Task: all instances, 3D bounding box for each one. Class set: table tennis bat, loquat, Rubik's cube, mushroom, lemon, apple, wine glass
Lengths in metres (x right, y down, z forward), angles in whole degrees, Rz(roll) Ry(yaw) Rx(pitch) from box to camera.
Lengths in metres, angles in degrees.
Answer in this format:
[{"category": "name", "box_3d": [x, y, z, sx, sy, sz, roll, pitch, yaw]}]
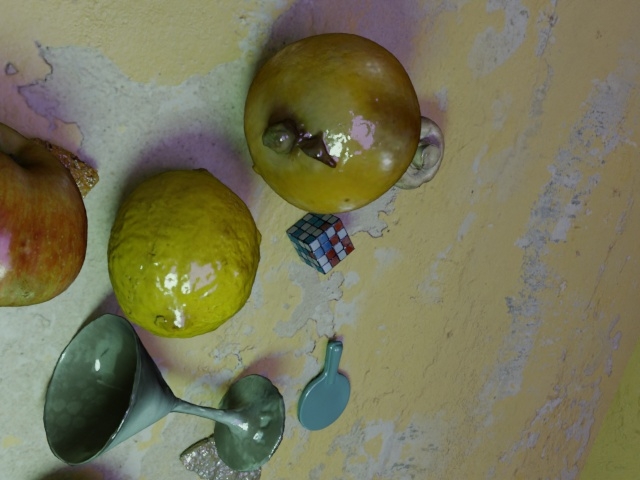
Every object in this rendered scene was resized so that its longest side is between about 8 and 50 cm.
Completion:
[{"category": "table tennis bat", "box_3d": [0.017, 0.351, 1.716, 0.152, 0.040, 0.244, -6, 115, -36]}, {"category": "loquat", "box_3d": [0.006, -0.203, 1.289, 0.359, 0.328, 0.329, -30, 128, -56]}, {"category": "Rubik's cube", "box_3d": [0.000, 0.000, 1.526, 0.092, 0.092, 0.092, -40, 126, -17]}, {"category": "mushroom", "box_3d": [0.205, -0.192, 1.582, 0.166, 0.127, 0.166, -17, 124, -28]}, {"category": "lemon", "box_3d": [-0.236, 0.019, 1.248, 0.268, 0.268, 0.322, 48, 39, -38]}, {"category": "apple", "box_3d": [-0.480, -0.047, 1.010, 0.309, 0.277, 0.250, 14, 93, -3]}, {"category": "wine glass", "box_3d": [-0.273, 0.312, 1.358, 0.406, 0.267, 0.267, 27, 91, -46]}]

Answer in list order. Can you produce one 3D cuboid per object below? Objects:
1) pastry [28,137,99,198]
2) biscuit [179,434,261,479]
[{"category": "pastry", "box_3d": [-0.439, -0.118, 1.179, 0.080, 0.056, 0.140, -49, 136, -1]}, {"category": "biscuit", "box_3d": [-0.202, 0.507, 1.617, 0.133, 0.032, 0.250, -47, 128, -14]}]
